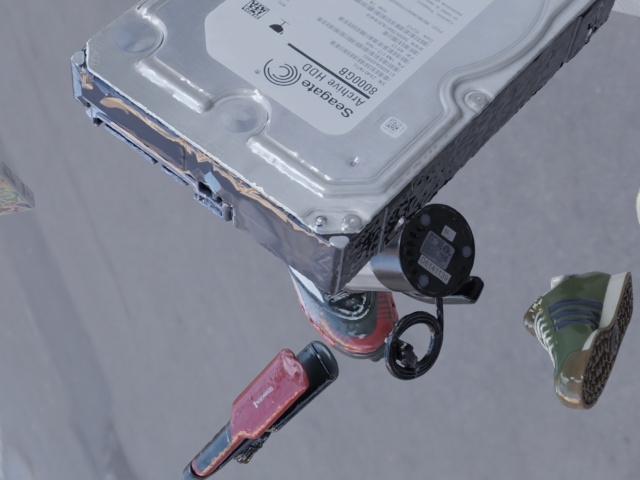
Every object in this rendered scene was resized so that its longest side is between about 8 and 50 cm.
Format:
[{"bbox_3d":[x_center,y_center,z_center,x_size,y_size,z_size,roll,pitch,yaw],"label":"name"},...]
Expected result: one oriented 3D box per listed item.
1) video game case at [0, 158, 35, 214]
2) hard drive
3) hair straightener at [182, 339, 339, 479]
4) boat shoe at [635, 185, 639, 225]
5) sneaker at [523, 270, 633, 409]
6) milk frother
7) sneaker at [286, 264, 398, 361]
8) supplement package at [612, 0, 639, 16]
[{"bbox_3d":[-0.433,-0.045,1.395,0.206,0.227,0.026,88,172,-79],"label":"video game case"},{"bbox_3d":[0.026,-0.144,0.933,0.237,0.339,0.064,36,150,19],"label":"hard drive"},{"bbox_3d":[-0.050,0.167,1.180,0.047,0.089,0.230,52,128,22],"label":"hair straightener"},{"bbox_3d":[0.520,-0.072,1.672,0.089,0.285,0.105,1,109,62],"label":"boat shoe"},{"bbox_3d":[0.225,0.088,1.221,0.086,0.192,0.064,4,121,26],"label":"sneaker"},{"bbox_3d":[0.063,0.045,1.219,0.129,0.143,0.134,53,156,-19],"label":"milk frother"},{"bbox_3d":[-0.001,0.000,1.428,0.135,0.097,0.276,64,-178,-67],"label":"sneaker"},{"bbox_3d":[0.327,-0.368,1.513,0.203,0.149,0.194,20,173,33],"label":"supplement package"}]
